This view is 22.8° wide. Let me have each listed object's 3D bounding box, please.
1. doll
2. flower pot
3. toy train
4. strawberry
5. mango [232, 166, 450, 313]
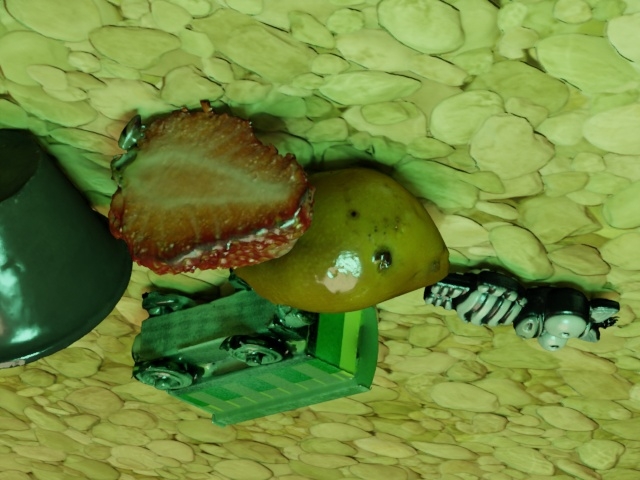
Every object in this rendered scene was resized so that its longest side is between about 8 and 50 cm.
[{"bbox_3d":[0.223,0.075,1.742,0.219,0.067,0.091,11,148,-6],"label":"doll"},{"bbox_3d":[-0.339,-0.007,1.631,0.269,0.269,0.166,2,130,14],"label":"flower pot"},{"bbox_3d":[-0.085,0.124,1.883,0.202,0.120,0.301,28,147,-37],"label":"toy train"},{"bbox_3d":[-0.101,-0.028,1.521,0.236,0.175,0.107,40,179,38],"label":"strawberry"},{"bbox_3d":[0.000,0.000,1.594,0.236,0.166,0.136,6,115,53],"label":"mango"}]
